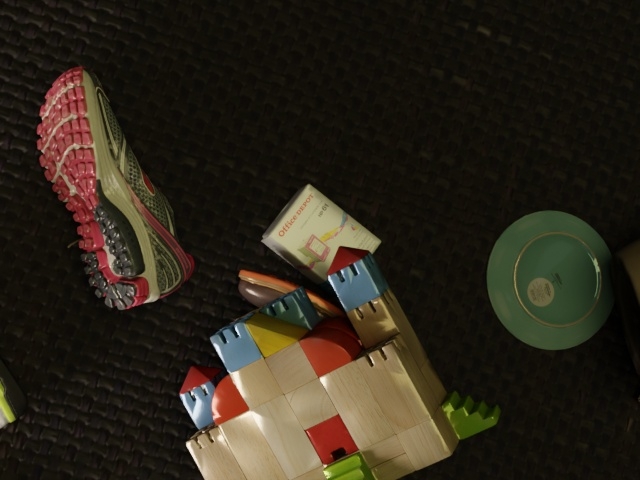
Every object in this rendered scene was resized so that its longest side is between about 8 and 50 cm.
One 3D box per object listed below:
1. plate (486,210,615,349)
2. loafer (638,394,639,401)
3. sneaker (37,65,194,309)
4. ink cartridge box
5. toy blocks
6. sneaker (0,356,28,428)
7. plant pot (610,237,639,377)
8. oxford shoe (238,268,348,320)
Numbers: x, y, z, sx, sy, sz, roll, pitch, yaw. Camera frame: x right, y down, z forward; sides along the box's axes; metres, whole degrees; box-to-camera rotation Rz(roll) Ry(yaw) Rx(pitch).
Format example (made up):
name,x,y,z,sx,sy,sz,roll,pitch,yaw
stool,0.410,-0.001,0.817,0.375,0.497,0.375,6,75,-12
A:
name,x,y,z,sx,sy,sz,roll,pitch,yaw
plate,0.313,0.052,1.718,0.188,0.024,0.188,1,85,-14
loafer,0.473,0.252,1.723,0.050,0.056,0.148,-29,82,-14
sneaker,-0.252,-0.066,1.562,0.112,0.121,0.299,-17,88,-44
ink cartridge box,0.000,0.000,1.634,0.122,0.052,0.088,38,78,-6
toy blocks,-0.022,0.178,1.515,0.381,0.191,0.260,-28,92,19
sneaker,-0.435,0.132,1.502,0.097,0.084,0.234,-33,93,-13
plant pot,0.535,0.072,1.650,0.281,0.323,0.323,-14,88,3
oxford shoe,0.001,0.131,1.602,0.271,0.097,0.098,34,84,-8
